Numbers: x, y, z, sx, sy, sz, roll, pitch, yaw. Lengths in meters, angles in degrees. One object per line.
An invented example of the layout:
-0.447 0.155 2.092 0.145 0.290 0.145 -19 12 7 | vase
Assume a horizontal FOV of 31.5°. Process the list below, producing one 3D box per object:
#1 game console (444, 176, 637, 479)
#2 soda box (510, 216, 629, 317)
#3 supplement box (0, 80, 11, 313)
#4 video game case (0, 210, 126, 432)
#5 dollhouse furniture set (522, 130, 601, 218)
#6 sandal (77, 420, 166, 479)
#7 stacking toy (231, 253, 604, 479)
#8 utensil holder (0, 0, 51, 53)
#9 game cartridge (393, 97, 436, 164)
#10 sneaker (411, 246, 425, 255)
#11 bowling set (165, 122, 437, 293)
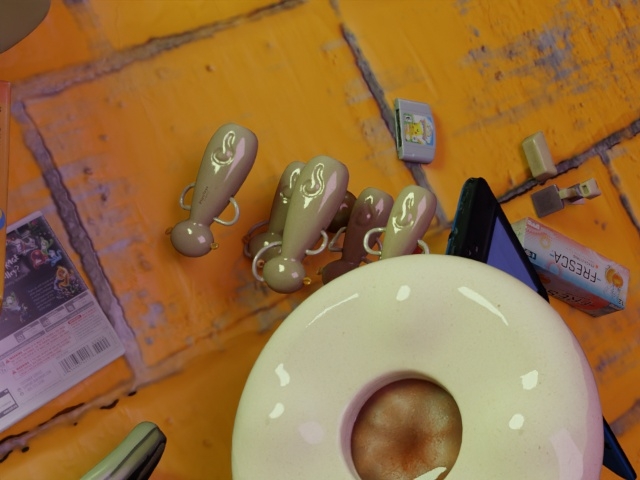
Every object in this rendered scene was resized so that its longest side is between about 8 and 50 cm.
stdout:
0.263 0.101 1.294 0.293 0.173 0.250 53 45 -46 | game console
0.319 0.037 1.491 0.183 0.058 0.063 25 63 -21 | soda box
-0.341 -0.040 1.090 0.078 0.080 0.234 4 67 -22 | supplement box
-0.313 0.086 1.120 0.190 0.022 0.173 -33 93 -33 | video game case
0.335 -0.100 1.539 0.081 0.091 0.114 -7 75 -48 | dollhouse furniture set
-0.270 0.262 1.048 0.086 0.120 0.303 43 50 9 | sandal
0.156 0.247 1.177 0.480 0.350 0.351 42 50 -57 | stacking toy
-0.443 -0.345 1.000 0.327 0.327 0.386 -20 88 -34 | utensil holder
0.122 -0.140 1.456 0.056 0.017 0.083 6 72 -33 | game cartridge
0.105 0.056 1.366 0.067 0.042 0.118 34 58 -14 | sneaker
0.000 0.000 1.255 0.287 0.200 0.154 20 82 22 | bowling set
